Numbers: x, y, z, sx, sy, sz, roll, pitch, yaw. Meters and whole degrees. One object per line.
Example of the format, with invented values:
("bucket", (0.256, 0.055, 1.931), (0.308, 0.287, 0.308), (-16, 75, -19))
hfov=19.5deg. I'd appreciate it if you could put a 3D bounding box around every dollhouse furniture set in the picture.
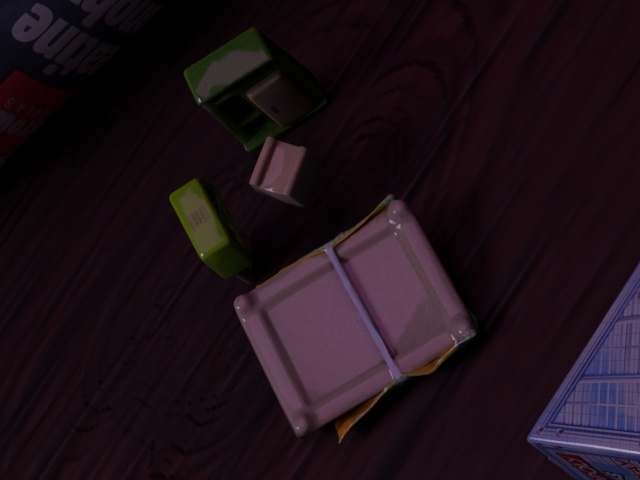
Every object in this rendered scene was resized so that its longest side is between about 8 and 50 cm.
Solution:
("dollhouse furniture set", (0.000, 0.000, 0.674), (0.076, 0.058, 0.151), (-33, 66, 10))

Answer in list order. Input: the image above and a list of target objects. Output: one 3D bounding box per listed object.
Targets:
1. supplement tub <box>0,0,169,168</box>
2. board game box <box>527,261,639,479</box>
("supplement tub", (-0.155, -0.142, 0.770), (0.272, 0.191, 0.191), (-43, 45, 10))
("board game box", (0.157, 0.008, 0.513), (0.194, 0.060, 0.194), (-12, 57, 33))
